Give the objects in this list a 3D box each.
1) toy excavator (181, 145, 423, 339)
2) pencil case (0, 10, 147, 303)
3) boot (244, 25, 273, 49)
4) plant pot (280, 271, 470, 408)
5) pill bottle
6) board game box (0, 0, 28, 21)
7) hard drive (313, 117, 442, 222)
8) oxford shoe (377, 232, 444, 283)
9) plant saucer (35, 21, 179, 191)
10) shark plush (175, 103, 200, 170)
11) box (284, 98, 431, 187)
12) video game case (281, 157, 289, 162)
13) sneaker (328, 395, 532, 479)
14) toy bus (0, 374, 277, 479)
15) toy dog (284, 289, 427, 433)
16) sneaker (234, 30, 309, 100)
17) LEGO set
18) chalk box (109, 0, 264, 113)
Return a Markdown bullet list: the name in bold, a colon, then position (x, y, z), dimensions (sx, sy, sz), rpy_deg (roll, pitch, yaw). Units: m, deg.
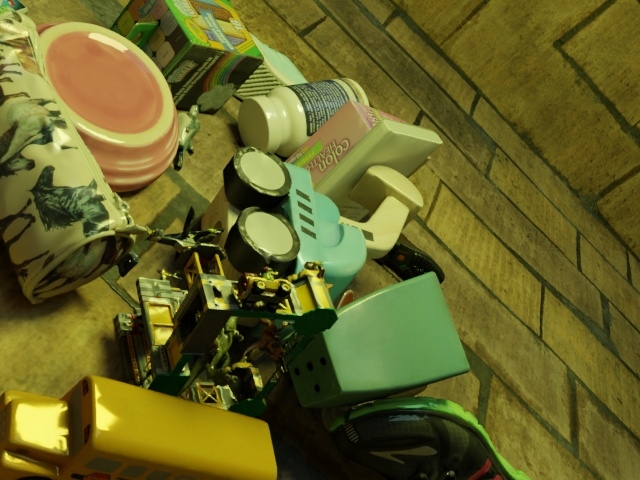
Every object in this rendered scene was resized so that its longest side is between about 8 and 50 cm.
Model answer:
- **toy excavator**: position (0.000, 0.000, 1.467), dimensions (0.445, 0.222, 0.433), rpy_deg (19, 41, -26)
- **pencil case**: position (-0.399, -0.124, 1.179), dimensions (0.410, 0.183, 0.160), rpy_deg (60, -4, 16)
- **boot**: position (-0.155, -0.478, 2.103), dimensions (0.099, 0.045, 0.121), rpy_deg (-6, 66, -54)
- **plant pot**: position (0.071, 0.168, 1.293), dimensions (0.234, 0.165, 0.166), rpy_deg (-11, 78, -41)
- **pill bottle**: position (-0.036, -0.263, 1.828), dimensions (0.264, 0.153, 0.153), rpy_deg (-15, 65, -35)
- **board game box**: position (-0.586, -0.392, 1.315), dimensions (0.193, 0.053, 0.305), rpy_deg (39, 13, -15)
- **hard drive**: position (0.084, -0.119, 1.714), dimensions (0.203, 0.307, 0.040), rpy_deg (2, 50, -53)
- **oxford shoe**: position (0.196, 0.028, 1.930), dimensions (0.227, 0.083, 0.096), rpy_deg (36, 26, -23)
- **plant saucer**: position (-0.374, -0.240, 1.412), dimensions (0.332, 0.084, 0.332), rpy_deg (24, 47, -28)
- **shark plush**: position (-0.252, -0.196, 1.620), dimensions (0.161, 0.073, 0.067), rpy_deg (-105, 172, -47)
- **box**: position (0.079, -0.168, 1.815), dimensions (0.243, 0.213, 0.117), rpy_deg (5, 48, -57)
- **video game case**: position (-0.022, -0.130, 1.888), dimensions (0.157, 0.019, 0.143), rpy_deg (46, 29, -5)
- **sneaker**: position (0.211, 0.411, 1.356), dimensions (0.483, 0.185, 0.202), rpy_deg (38, 38, -23)
- **toy bus**: position (-0.222, 0.253, 1.024), dimensions (0.332, 0.130, 0.108), rpy_deg (25, 36, -37)
- **toy dog**: position (0.099, 0.193, 1.508), dimensions (0.220, 0.161, 0.333), rpy_deg (54, 29, 11)
- **sneaker**: position (-0.154, -0.400, 1.937), dimensions (0.366, 0.135, 0.150), rpy_deg (43, 23, -31)
- **LEGO set**: position (-0.143, 0.096, 1.174), dimensions (0.255, 0.331, 0.192), rpy_deg (2, 48, -27)
- **chalk box**: position (-0.290, -0.383, 1.661), dimensions (0.289, 0.180, 0.179), rpy_deg (-1, 55, -56)
